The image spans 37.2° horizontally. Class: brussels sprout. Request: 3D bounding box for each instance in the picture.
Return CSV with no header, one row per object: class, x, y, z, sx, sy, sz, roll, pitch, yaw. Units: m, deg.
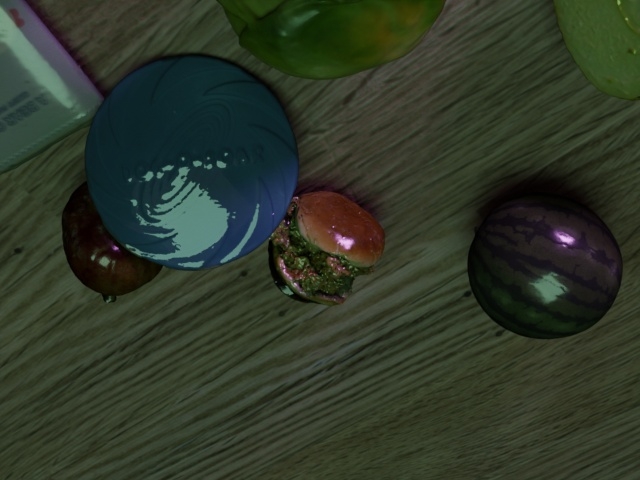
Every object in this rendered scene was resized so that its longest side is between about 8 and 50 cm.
brussels sprout,0.005,-0.312,1.068,0.259,0.227,0.294,-31,154,36

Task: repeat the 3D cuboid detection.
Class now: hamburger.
hamburger,0.000,0.000,1.350,0.185,0.159,0.131,13,134,-31

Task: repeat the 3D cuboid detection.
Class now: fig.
fig,-0.306,0.022,1.410,0.145,0.170,0.274,-14,158,-19

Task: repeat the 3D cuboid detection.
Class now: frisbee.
frisbee,-0.171,-0.102,1.261,0.289,0.049,0.289,0,94,-3

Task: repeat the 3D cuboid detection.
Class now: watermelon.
watermelon,0.307,0.035,1.320,0.212,0.212,0.212,2,127,3

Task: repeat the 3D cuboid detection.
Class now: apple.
apple,0.402,-0.327,1.057,0.254,0.179,0.346,-1,126,-10

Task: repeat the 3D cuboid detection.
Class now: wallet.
wallet,-0.481,-0.250,1.249,0.252,0.083,0.360,-26,121,16
